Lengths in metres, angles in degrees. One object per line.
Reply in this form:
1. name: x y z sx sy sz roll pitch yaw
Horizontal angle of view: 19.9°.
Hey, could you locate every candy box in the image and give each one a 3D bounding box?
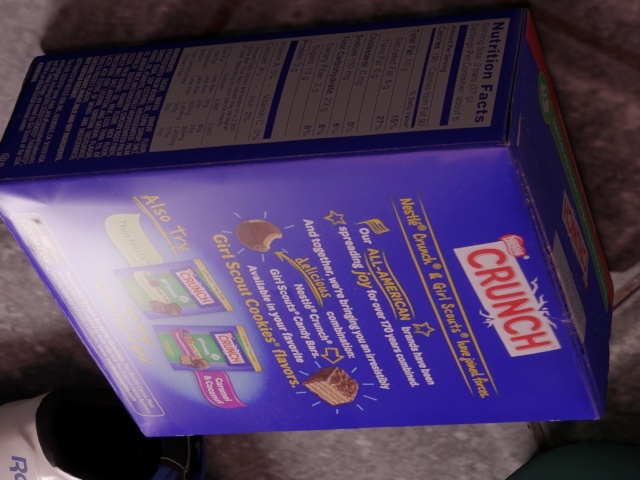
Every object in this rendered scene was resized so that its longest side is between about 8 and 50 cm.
1. candy box: 0.000 0.000 1.119 0.317 0.122 0.268 -3 140 20

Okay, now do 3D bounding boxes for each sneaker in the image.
1. sneaker: -0.137 0.212 1.429 0.182 0.127 0.315 -22 130 40

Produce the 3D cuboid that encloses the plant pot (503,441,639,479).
1. plant pot: 0.206 0.265 1.350 0.290 0.195 0.290 7 144 5
